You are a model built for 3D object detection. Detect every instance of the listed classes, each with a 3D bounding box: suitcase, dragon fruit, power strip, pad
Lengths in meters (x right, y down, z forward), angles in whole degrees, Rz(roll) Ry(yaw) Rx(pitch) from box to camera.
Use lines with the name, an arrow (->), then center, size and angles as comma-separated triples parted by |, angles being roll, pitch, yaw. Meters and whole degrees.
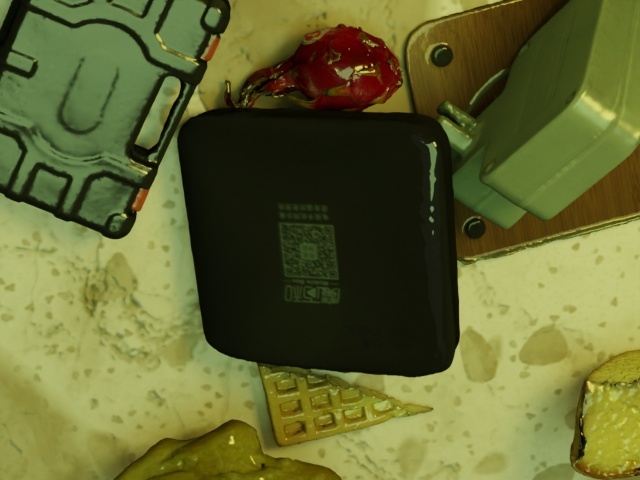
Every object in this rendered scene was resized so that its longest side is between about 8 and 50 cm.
suitcase -> -0.236, -0.159, 1.473 | 0.206, 0.066, 0.285 | 23, 106, -16
dragon fruit -> -0.011, -0.172, 1.495 | 0.191, 0.094, 0.094 | -7, 112, 6
power strip -> 0.211, -0.134, 1.460 | 0.141, 0.229, 0.261 | 32, 137, -13
pad -> 0.249, -0.132, 1.586 | 0.284, 0.018, 0.286 | -15, 111, -2

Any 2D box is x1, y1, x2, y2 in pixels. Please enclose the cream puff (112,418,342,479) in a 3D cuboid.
cream puff -> -0.111, 0.348, 1.620 | 0.323, 0.270, 0.274 | -28, 78, 2

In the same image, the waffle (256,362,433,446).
waffle -> 0.030, 0.166, 1.662 | 0.191, 0.032, 0.125 | -14, 110, -5

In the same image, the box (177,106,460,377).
box -> 0.000, 0.000, 1.513 | 0.290, 0.073, 0.288 | 3, 114, 21

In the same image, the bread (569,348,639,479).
bread -> 0.393, 0.195, 1.672 | 0.260, 0.134, 0.129 | -4, 101, -13
